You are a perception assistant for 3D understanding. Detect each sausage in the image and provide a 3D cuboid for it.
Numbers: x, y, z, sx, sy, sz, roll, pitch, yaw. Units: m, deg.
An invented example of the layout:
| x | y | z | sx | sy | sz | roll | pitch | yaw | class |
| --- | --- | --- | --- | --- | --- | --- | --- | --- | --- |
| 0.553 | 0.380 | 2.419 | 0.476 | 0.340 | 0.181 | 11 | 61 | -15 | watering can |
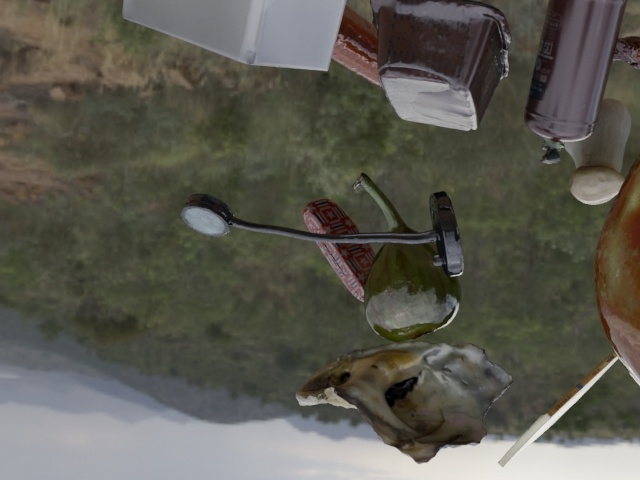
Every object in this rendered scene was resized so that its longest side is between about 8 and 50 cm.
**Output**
| x | y | z | sx | sy | sz | roll | pitch | yaw | class |
| --- | --- | --- | --- | --- | --- | --- | --- | --- | --- |
| 0.079 | -0.365 | 1.685 | 0.330 | 0.102 | 0.102 | 23 | 160 | -37 | sausage |

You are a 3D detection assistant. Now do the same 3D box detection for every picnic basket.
| x | y | z | sx | sy | sz | roll | pitch | yaw | class |
| --- | --- | --- | --- | --- | --- | --- | --- | --- | --- |
| 0.182 | -0.274 | 1.405 | 0.223 | 0.129 | 0.297 | 13 | 173 | 15 | picnic basket |

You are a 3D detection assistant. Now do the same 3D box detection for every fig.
| x | y | z | sx | sy | sz | roll | pitch | yaw | class |
| --- | --- | --- | --- | --- | --- | --- | --- | --- | --- |
| 0.121 | 0.021 | 1.348 | 0.152 | 0.259 | 0.151 | -16 | 174 | -2 | fig |

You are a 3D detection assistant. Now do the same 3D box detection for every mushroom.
| x | y | z | sx | sy | sz | roll | pitch | yaw | class |
| --- | --- | --- | --- | --- | --- | --- | --- | --- | --- |
| 0.591 | -0.186 | 1.902 | 0.122 | 0.328 | 0.159 | 27 | 132 | -4 | mushroom |

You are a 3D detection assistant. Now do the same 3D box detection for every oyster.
| x | y | z | sx | sy | sz | roll | pitch | yaw | class |
| --- | --- | --- | --- | --- | --- | --- | --- | --- | --- |
| 0.134 | 0.244 | 1.366 | 0.275 | 0.100 | 0.271 | -24 | -144 | -24 | oyster |

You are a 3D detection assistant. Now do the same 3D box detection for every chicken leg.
| x | y | z | sx | sy | sz | roll | pitch | yaw | class |
| --- | --- | --- | --- | --- | --- | --- | --- | --- | --- |
| 0.590 | -0.304 | 1.491 | 0.219 | 0.048 | 0.089 | 21 | -177 | 27 | chicken leg |

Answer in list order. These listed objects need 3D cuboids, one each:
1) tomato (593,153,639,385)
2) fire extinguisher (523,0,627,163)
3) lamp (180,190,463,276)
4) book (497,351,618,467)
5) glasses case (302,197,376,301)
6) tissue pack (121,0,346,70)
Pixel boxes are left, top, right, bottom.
| x | y | z | sx | sy | sz | roll | pitch | yaw | class |
| --- | --- | --- | --- | --- | --- | --- | --- | --- | --- |
| 0.353 | 0.021 | 0.660 | 0.223 | 0.270 | 0.270 | 15 | 165 | -34 | tomato |
| 0.389 | -0.266 | 1.373 | 0.114 | 0.337 | 0.135 | 11 | -157 | 8 | fire extinguisher |
| 0.010 | -0.031 | 1.181 | 0.372 | 0.108 | 0.130 | 7 | 149 | 12 | lamp |
| 0.402 | 0.275 | 1.471 | 0.242 | 0.018 | 0.170 | -27 | 154 | -39 | book |
| 0.040 | 0.016 | 1.448 | 0.073 | 0.194 | 0.049 | -16 | 155 | -41 | glasses case |
| -0.105 | -0.305 | 1.081 | 0.246 | 0.135 | 0.159 | 26 | -158 | 35 | tissue pack |
